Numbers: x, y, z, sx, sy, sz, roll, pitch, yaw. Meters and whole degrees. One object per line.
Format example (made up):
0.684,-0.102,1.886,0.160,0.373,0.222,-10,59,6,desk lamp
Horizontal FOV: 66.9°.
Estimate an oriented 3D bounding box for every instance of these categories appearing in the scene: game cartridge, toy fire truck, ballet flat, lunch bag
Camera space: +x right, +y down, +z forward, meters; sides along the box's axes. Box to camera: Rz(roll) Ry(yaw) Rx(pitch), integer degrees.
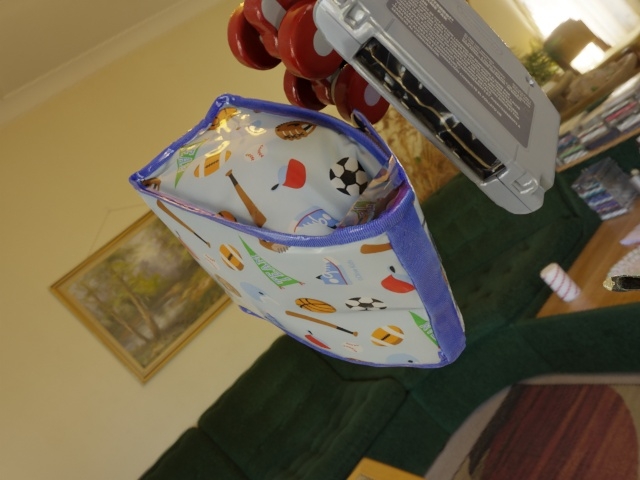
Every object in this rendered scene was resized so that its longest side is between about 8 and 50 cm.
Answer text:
0.142,-0.184,0.519,0.060,0.294,0.196,-34,20,51,game cartridge
0.026,-0.335,0.740,0.169,0.302,0.254,29,90,44,toy fire truck
0.997,0.134,1.541,0.173,0.057,0.049,-3,-15,19,ballet flat
0.000,0.000,0.652,0.385,0.328,0.239,22,66,40,lunch bag
